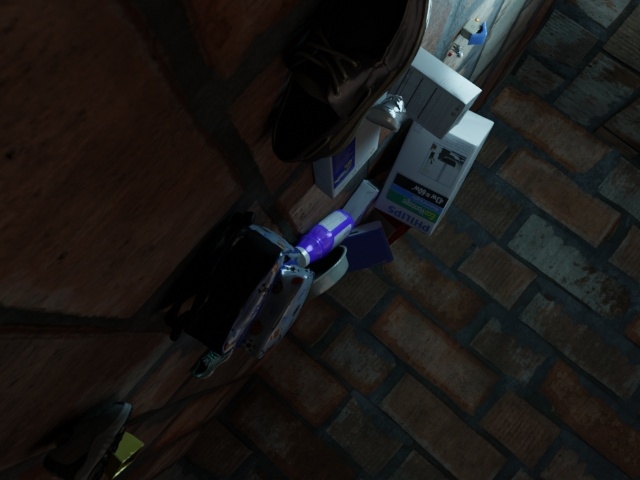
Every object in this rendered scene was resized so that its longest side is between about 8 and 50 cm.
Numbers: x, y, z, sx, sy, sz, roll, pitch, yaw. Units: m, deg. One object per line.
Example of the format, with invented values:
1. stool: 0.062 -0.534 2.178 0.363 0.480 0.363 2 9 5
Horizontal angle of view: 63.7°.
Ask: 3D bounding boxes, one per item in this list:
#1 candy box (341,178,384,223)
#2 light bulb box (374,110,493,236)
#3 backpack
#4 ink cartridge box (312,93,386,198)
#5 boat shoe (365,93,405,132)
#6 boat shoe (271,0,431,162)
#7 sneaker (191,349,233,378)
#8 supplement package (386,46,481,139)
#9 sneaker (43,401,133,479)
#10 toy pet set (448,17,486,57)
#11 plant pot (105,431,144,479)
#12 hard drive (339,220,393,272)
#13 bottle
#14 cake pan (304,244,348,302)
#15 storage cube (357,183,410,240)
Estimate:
1. candy box: 0.156 -0.137 1.859 0.164 0.070 0.196 -54 170 18
2. light bulb box: 0.405 -0.267 1.820 0.358 0.225 0.360 -43 159 -55
3. backpack: -0.132 0.092 1.033 0.276 0.213 0.263 -54 -179 7
4. ink cartridge box: 0.058 -0.216 1.093 0.175 0.069 0.371 -49 173 -7
5. boat shoe: 0.133 -0.245 0.974 0.063 0.066 0.184 -68 165 12
6. boat shoe: 0.029 -0.227 0.702 0.130 0.132 0.355 -43 167 -41
7. sneaker: -0.331 0.363 1.579 0.166 0.065 0.076 -52 167 4
8. supplement package: 0.243 -0.331 1.150 0.105 0.179 0.105 -42 168 -42
9. sneaker: -0.450 0.386 1.024 0.271 0.108 0.100 -142 -106 -84
10. toy pet set: 0.434 -0.573 1.456 0.122 0.065 0.114 -49 171 -7
11. plant pot: -0.511 0.527 1.290 0.081 0.083 0.081 -54 171 25
12. hard drive: 0.160 0.031 2.014 0.210 0.040 0.318 -15 153 10
13. bottle: 0.000 0.000 1.596 0.283 0.092 0.118 -39 166 -50
14. cake pan: -0.032 0.117 1.633 0.293 0.054 0.293 -31 -167 8
15. storage cube: 0.270 -0.102 2.138 0.193 0.215 0.183 -36 165 -35
